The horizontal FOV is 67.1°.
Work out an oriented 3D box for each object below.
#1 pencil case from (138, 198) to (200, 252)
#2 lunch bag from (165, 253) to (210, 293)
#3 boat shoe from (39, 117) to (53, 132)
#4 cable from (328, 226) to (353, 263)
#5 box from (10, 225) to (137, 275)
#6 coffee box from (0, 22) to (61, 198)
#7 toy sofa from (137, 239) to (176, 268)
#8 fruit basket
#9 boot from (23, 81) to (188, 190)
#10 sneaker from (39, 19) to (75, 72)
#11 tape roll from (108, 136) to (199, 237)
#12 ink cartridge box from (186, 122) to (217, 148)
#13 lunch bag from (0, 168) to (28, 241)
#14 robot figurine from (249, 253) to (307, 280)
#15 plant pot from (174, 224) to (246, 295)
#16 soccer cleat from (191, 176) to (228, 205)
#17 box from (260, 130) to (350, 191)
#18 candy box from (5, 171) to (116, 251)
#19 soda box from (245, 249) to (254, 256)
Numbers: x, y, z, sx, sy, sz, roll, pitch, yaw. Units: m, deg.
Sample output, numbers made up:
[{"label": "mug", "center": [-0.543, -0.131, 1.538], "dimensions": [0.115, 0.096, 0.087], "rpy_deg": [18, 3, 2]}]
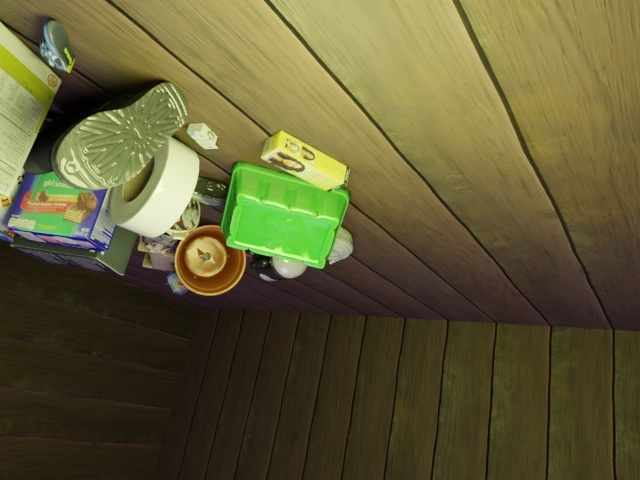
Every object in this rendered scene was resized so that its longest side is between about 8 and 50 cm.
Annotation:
[{"label": "pencil case", "center": [-0.582, -0.060, 1.833], "dimensions": [0.159, 0.184, 0.410], "rpy_deg": [19, 160, -24]}, {"label": "lunch bag", "center": [-0.584, 0.144, 2.279], "dimensions": [0.303, 0.115, 0.243], "rpy_deg": [-32, 177, -12]}, {"label": "boat shoe", "center": [-0.815, -0.308, 1.339], "dimensions": [0.335, 0.096, 0.112], "rpy_deg": [20, 173, -34]}, {"label": "cable", "center": [0.000, 0.000, 1.821], "dimensions": [0.257, 0.089, 0.257], "rpy_deg": [23, 157, -30]}, {"label": "box", "center": [-0.784, -0.086, 1.620], "dimensions": [0.312, 0.343, 0.179], "rpy_deg": [8, 160, 11]}, {"label": "coffee box", "center": [-0.847, -0.315, 1.006], "dimensions": [0.337, 0.335, 0.338], "rpy_deg": [6, 161, 15]}, {"label": "toy sofa", "center": [-0.728, 0.031, 2.229], "dimensions": [0.177, 0.150, 0.362], "rpy_deg": [10, 162, -13]}, {"label": "fruit basket", "center": [-0.116, -0.081, 1.508], "dimensions": [0.392, 0.283, 0.392], "rpy_deg": [15, -156, -7]}, {"label": "boot", "center": [-0.578, -0.223, 1.133], "dimensions": [0.445, 0.367, 0.146], "rpy_deg": [0, 124, 31]}, {"label": "sneaker", "center": [-0.564, -0.408, 1.015], "dimensions": [0.059, 0.053, 0.144], "rpy_deg": [17, 159, -11]}, {"label": "tape roll", "center": [-0.463, -0.153, 1.334], "dimensions": [0.286, 0.286, 0.100], "rpy_deg": [-6, 155, 41]}, {"label": "ink cartridge box", "center": [-0.310, -0.277, 1.284], "dimensions": [0.048, 0.028, 0.083], "rpy_deg": [3, 159, 23]}, {"label": "lunch bag", "center": [-1.018, -0.218, 1.393], "dimensions": [0.238, 0.328, 0.385], "rpy_deg": [10, 160, 17]}, {"label": "robot figurine", "center": [-0.172, 0.078, 2.022], "dimensions": [0.173, 0.209, 0.278], "rpy_deg": [45, 148, -24]}, {"label": "plant pot", "center": [-0.480, 0.075, 2.068], "dimensions": [0.290, 0.291, 0.203], "rpy_deg": [18, 178, -20]}, {"label": "soccer cleat", "center": [-0.437, -0.176, 1.555], "dimensions": [0.289, 0.094, 0.121], "rpy_deg": [18, 167, -18]}, {"label": "box", "center": [-0.037, -0.206, 1.290], "dimensions": [0.232, 0.058, 0.087], "rpy_deg": [22, 158, -31]}, {"label": "candy box", "center": [-0.739, -0.147, 1.458], "dimensions": [0.268, 0.317, 0.122], "rpy_deg": [7, 159, 8]}, {"label": "soda box", "center": [-0.365, 0.042, 2.203], "dimensions": [0.168, 0.053, 0.060], "rpy_deg": [-1, 158, 30]}]
